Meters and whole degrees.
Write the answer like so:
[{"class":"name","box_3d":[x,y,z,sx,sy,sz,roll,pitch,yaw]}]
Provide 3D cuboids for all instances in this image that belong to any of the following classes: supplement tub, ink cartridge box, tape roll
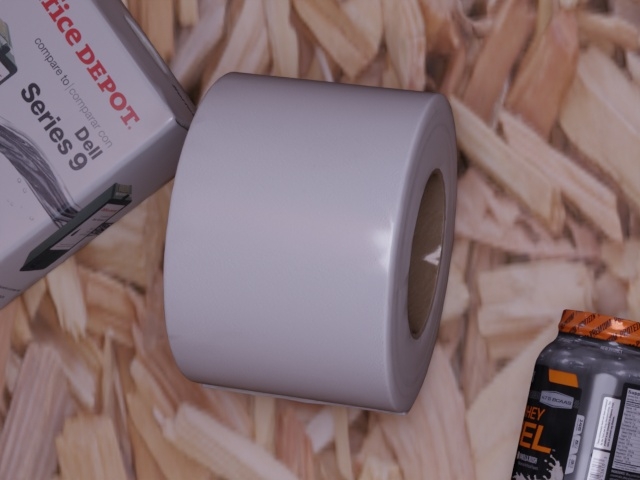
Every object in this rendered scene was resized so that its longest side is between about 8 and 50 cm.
[{"class":"supplement tub","box_3d":[0.209,0.153,1.341,0.117,0.117,0.190,11,86,14]},{"class":"ink cartridge box","box_3d":[-0.268,-0.085,1.474,0.289,0.121,0.211,-38,78,6]},{"class":"tape roll","box_3d":[0.000,0.000,1.341,0.169,0.246,0.246,6,85,14]}]
